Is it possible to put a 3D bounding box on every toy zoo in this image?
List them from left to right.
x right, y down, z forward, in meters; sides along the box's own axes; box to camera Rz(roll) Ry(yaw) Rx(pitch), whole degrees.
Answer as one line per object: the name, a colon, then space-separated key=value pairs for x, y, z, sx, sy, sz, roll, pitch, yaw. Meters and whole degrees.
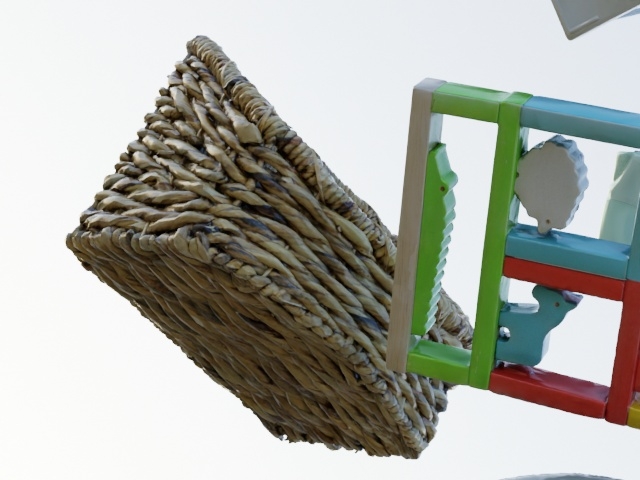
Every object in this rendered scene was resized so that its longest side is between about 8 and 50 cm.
toy zoo: x=0.188 y=0.020 z=0.955 sx=0.293 sy=0.030 sz=0.192 roll=13 pitch=-67 yaw=19

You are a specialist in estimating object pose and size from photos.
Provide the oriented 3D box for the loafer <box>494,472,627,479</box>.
loafer: x=0.196 y=0.196 z=0.915 sx=0.320 sy=0.112 sz=0.111 roll=2 pitch=0 yaw=5

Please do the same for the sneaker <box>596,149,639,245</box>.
sneaker: x=0.400 y=-0.025 z=1.554 sx=0.256 sy=0.151 sz=0.094 roll=6 pitch=-1 yaw=-6

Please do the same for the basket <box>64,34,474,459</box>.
basket: x=0.000 y=0.000 z=1.230 sx=0.213 sy=0.223 sz=0.299 roll=-1 pitch=-38 yaw=48

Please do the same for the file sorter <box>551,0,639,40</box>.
file sorter: x=0.305 y=-0.371 z=1.565 sx=0.193 sy=0.173 sz=0.277 roll=-26 pitch=-94 yaw=45
